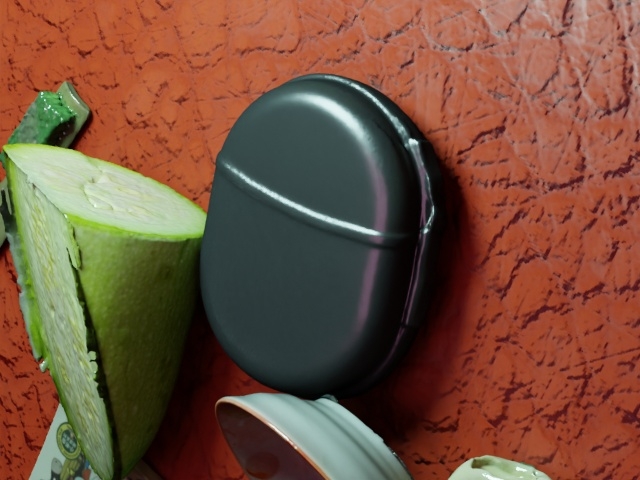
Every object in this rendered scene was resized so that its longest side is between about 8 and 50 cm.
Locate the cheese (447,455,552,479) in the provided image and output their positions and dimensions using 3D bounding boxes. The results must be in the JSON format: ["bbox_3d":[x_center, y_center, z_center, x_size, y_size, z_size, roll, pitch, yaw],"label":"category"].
[{"bbox_3d":[0.154,0.307,1.579,0.137,0.064,0.227,15,105,40],"label":"cheese"}]

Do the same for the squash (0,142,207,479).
[{"bbox_3d":[-0.244,0.092,1.804,0.233,0.210,0.309,40,115,50],"label":"squash"}]

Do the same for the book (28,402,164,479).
[{"bbox_3d":[-0.258,0.332,1.953,0.202,0.027,0.264,39,118,29],"label":"book"}]

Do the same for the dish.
[{"bbox_3d":[0.020,0.220,1.629,0.260,0.085,0.260,44,161,19],"label":"dish"}]

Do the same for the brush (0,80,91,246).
[{"bbox_3d":[-0.341,-0.061,1.978,0.282,0.048,0.054,-52,60,33],"label":"brush"}]

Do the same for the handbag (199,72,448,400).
[{"bbox_3d":[-0.001,0.000,1.660,0.254,0.093,0.308,22,108,37],"label":"handbag"}]
